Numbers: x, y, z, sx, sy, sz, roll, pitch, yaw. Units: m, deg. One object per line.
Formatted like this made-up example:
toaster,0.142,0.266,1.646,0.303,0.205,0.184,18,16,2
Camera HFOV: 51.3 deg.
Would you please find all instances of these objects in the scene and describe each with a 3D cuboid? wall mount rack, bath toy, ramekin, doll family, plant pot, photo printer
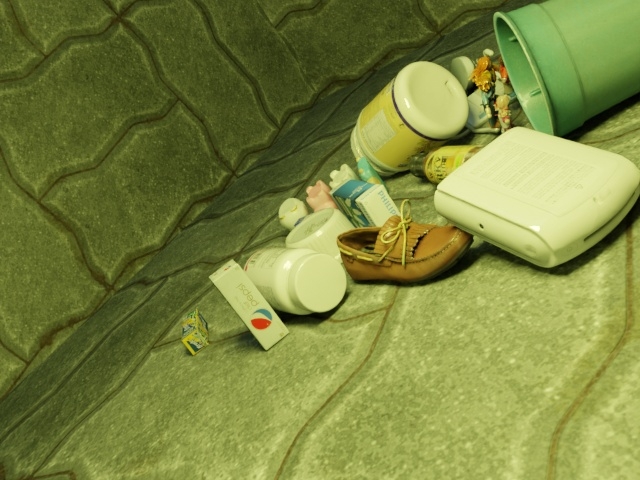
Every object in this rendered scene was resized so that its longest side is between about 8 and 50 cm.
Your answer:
wall mount rack,0.515,-0.422,1.989,0.350,0.130,0.304,-37,50,-4
bath toy,0.032,-0.113,2.051,0.348,0.129,0.151,-27,39,26
ramekin,0.000,0.000,1.841,0.207,0.109,0.207,-31,18,11
doll family,0.462,-0.401,1.807,0.119,0.163,0.262,-5,52,23
plant pot,0.625,-0.438,1.540,0.334,0.341,0.341,-23,20,10
photo printer,0.403,-0.084,1.228,0.256,0.107,0.308,-37,37,-17

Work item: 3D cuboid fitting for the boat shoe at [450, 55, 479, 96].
boat shoe,0.506,-0.550,2.245,0.105,0.113,0.306,-23,-12,4

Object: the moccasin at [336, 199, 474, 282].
moccasin,0.172,0.003,1.459,0.139,0.147,0.380,-43,20,-24

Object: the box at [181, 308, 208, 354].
box,-0.358,0.258,1.902,0.054,0.059,0.169,-34,18,0

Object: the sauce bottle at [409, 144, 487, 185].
sauce bottle,0.338,-0.189,1.722,0.111,0.111,0.344,-39,16,-12

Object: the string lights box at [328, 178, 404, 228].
string lights box,0.124,-0.087,1.798,0.077,0.133,0.260,-38,18,-9

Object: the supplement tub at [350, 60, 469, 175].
supplement tub,0.254,-0.349,1.986,0.241,0.241,0.331,-47,5,-32

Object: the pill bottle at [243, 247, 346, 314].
pill bottle,-0.066,0.097,1.627,0.160,0.160,0.283,-43,19,-22

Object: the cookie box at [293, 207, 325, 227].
cookie box,-0.009,-0.037,1.979,0.107,0.091,0.040,-20,27,38

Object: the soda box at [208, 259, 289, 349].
soda box,-0.169,0.152,1.578,0.074,0.216,0.069,-38,17,-10
